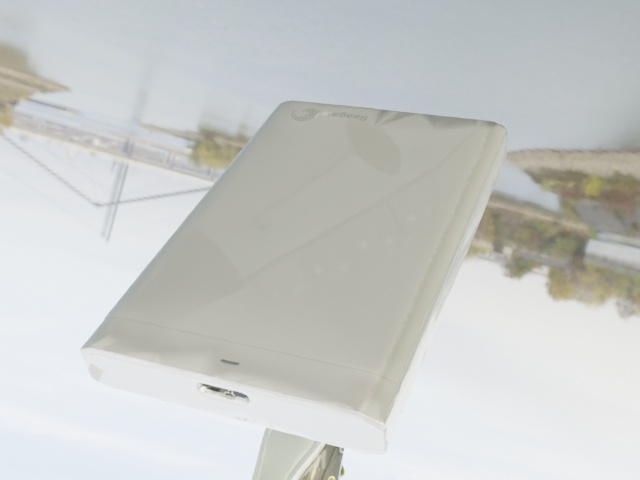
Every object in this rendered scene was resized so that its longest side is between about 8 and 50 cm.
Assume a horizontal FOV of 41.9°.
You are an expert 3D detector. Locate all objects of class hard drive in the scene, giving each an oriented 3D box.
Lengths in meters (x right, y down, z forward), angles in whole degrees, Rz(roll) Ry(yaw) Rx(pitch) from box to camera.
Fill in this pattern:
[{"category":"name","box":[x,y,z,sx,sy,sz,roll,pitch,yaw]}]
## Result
[{"category":"hard drive","box":[0.000,0.000,0.601,0.203,0.040,0.307,9,-138,21]}]

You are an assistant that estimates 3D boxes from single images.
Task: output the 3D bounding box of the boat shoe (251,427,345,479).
[{"category":"boat shoe","box":[-0.026,0.304,1.085,0.091,0.305,0.109,32,167,-36]}]
